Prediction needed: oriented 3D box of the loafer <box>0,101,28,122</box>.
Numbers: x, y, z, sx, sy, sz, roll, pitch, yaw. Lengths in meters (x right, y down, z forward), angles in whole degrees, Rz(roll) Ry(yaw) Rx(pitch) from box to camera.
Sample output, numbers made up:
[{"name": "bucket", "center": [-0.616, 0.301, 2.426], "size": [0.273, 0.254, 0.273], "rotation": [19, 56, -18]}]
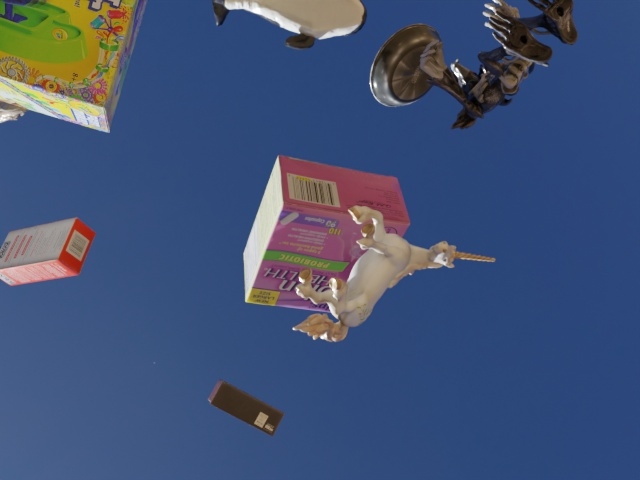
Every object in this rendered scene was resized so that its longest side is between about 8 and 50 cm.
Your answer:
[{"name": "loafer", "center": [-0.612, -0.255, 1.285], "size": [0.125, 0.039, 0.045], "rotation": [-1, -132, 27]}]

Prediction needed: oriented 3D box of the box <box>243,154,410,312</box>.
[{"name": "box", "center": [0.000, 0.000, 1.109], "size": [0.213, 0.243, 0.117], "rotation": [9, -136, -18]}]

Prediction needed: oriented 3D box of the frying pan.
[{"name": "frying pan", "center": [0.238, -0.364, 1.503], "size": [0.197, 0.053, 0.326], "rotation": [-49, -41, 12]}]

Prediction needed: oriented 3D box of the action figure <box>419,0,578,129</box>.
[{"name": "action figure", "center": [0.237, -0.258, 0.911], "size": [0.164, 0.275, 0.141], "rotation": [-42, -89, -11]}]

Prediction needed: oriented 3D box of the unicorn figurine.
[{"name": "unicorn figurine", "center": [0.050, 0.024, 0.553], "size": [0.162, 0.111, 0.060], "rotation": [-40, -133, 8]}]

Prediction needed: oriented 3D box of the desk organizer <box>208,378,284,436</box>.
[{"name": "desk organizer", "center": [-0.136, 0.302, 1.184], "size": [0.130, 0.050, 0.047], "rotation": [31, -103, -12]}]

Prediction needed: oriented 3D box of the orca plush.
[{"name": "orca plush", "center": [-0.052, -0.417, 1.201], "size": [0.287, 0.102, 0.151], "rotation": [-3, -87, 13]}]

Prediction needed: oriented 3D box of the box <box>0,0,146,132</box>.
[{"name": "box", "center": [-0.372, -0.329, 0.833], "size": [0.279, 0.177, 0.290], "rotation": [15, -95, -15]}]

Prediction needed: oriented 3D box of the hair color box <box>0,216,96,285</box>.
[{"name": "hair color box", "center": [-0.392, 0.017, 0.919], "size": [0.141, 0.043, 0.072], "rotation": [-8, -127, 27]}]
